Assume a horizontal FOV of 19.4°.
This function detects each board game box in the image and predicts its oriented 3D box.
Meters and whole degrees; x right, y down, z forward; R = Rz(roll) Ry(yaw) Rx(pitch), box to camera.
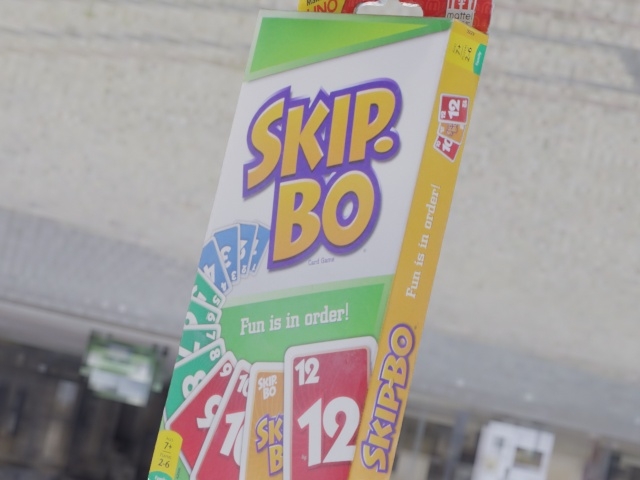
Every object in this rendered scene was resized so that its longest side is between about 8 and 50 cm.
[{"bbox_3d":[0.000,0.000,0.869,0.124,0.259,0.039,9,171,42],"label":"board game box"}]
